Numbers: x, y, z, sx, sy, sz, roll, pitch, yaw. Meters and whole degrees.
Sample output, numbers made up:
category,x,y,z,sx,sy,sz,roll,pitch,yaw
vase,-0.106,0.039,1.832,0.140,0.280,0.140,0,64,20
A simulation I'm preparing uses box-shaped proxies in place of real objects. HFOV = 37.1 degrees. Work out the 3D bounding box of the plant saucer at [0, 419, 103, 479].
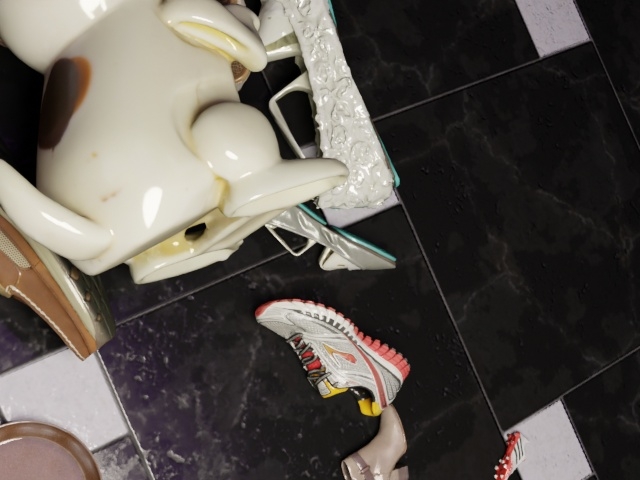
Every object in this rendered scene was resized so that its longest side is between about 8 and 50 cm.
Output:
category,x,y,z,sx,sy,sz,roll,pitch,yaw
plant saucer,-0.322,0.282,1.038,0.168,0.029,0.168,5,72,-16

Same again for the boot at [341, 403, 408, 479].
category,x,y,z,sx,sy,sz,roll,pitch,yaw
boot,0.068,0.279,1.240,0.087,0.042,0.118,-9,82,-26

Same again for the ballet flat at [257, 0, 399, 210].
category,x,y,z,sx,sy,sz,roll,pitch,yaw
ballet flat,-0.017,-0.227,1.267,0.147,0.147,0.409,-17,87,-29

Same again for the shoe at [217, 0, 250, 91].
category,x,y,z,sx,sy,sz,roll,pitch,yaw
shoe,-0.136,-0.299,1.265,0.076,0.058,0.219,-12,78,4

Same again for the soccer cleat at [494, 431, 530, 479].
category,x,y,z,sx,sy,sz,roll,pitch,yaw
soccer cleat,0.272,0.310,1.343,0.035,0.029,0.083,32,62,-13

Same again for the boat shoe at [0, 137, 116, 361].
category,x,y,z,sx,sy,sz,roll,pitch,yaw
boat shoe,-0.355,0.000,1.060,0.120,0.122,0.324,-35,93,2

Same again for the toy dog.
category,x,y,z,sx,sy,sz,roll,pitch,yaw
toy dog,-0.232,-0.170,1.062,0.395,0.284,0.408,-17,78,-40

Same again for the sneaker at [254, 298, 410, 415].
category,x,y,z,sx,sy,sz,roll,pitch,yaw
sneaker,0.012,0.147,1.215,0.225,0.088,0.092,33,67,-16

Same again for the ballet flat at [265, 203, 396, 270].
category,x,y,z,sx,sy,sz,roll,pitch,yaw
ballet flat,0.000,0.000,1.264,0.213,0.072,0.068,31,94,-17
